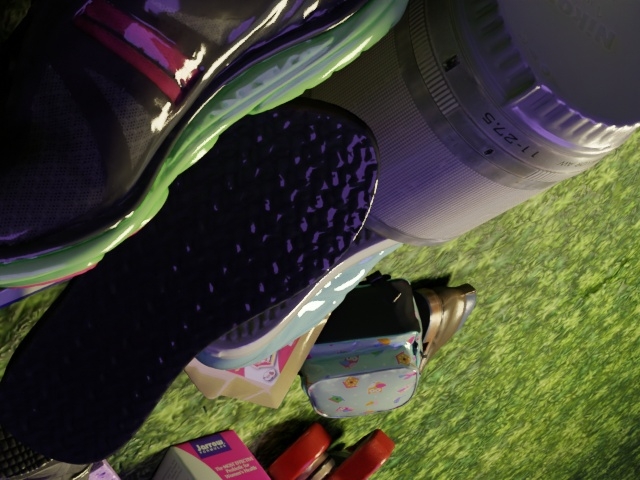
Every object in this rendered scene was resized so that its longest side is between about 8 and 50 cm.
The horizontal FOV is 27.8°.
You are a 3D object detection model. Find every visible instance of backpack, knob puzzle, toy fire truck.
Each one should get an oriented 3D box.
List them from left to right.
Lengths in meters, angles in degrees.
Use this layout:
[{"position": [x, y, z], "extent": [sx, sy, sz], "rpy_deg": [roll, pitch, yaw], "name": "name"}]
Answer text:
[{"position": [-0.085, 0.083, 1.403], "extent": [0.213, 0.030, 0.213], "rpy_deg": [-14, 119, -27], "name": "knob puzzle"}, {"position": [-0.012, 0.378, 1.872], "extent": [0.302, 0.169, 0.254], "rpy_deg": [-45, 177, 9], "name": "toy fire truck"}, {"position": [0.044, 0.134, 1.552], "extent": [0.165, 0.144, 0.188], "rpy_deg": [-11, 160, 0], "name": "backpack"}]

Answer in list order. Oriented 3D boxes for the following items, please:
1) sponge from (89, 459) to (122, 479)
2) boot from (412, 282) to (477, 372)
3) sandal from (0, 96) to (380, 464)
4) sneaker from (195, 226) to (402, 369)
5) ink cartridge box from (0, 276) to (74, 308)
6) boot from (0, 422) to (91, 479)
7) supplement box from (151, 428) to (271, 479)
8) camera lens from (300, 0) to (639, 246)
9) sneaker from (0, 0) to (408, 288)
[{"position": [-0.284, 0.325, 1.546], "extent": [0.117, 0.031, 0.210], "rpy_deg": [-35, 152, -11], "name": "sponge"}, {"position": [0.144, 0.147, 1.781], "extent": [0.106, 0.082, 0.219], "rpy_deg": [-14, 141, -37], "name": "boot"}, {"position": [-0.128, 0.020, 1.103], "extent": [0.446, 0.167, 0.107], "rpy_deg": [-42, -160, 27], "name": "sandal"}, {"position": [0.000, 0.000, 1.337], "extent": [0.366, 0.135, 0.150], "rpy_deg": [-35, 168, -18], "name": "sneaker"}, {"position": [-0.248, -0.034, 1.041], "extent": [0.223, 0.045, 0.224], "rpy_deg": [-24, 149, -31], "name": "ink cartridge box"}, {"position": [-0.317, 0.241, 1.333], "extent": [0.246, 0.083, 0.161], "rpy_deg": [-9, 145, -44], "name": "boot"}, {"position": [-0.111, 0.361, 1.618], "extent": [0.111, 0.220, 0.114], "rpy_deg": [-10, 139, -46], "name": "supplement box"}, {"position": [0.130, -0.133, 1.118], "extent": [0.219, 0.219, 0.274], "rpy_deg": [-15, 170, -40], "name": "camera lens"}, {"position": [-0.146, -0.135, 0.889], "extent": [0.483, 0.185, 0.202], "rpy_deg": [-43, 122, -27], "name": "sneaker"}]
